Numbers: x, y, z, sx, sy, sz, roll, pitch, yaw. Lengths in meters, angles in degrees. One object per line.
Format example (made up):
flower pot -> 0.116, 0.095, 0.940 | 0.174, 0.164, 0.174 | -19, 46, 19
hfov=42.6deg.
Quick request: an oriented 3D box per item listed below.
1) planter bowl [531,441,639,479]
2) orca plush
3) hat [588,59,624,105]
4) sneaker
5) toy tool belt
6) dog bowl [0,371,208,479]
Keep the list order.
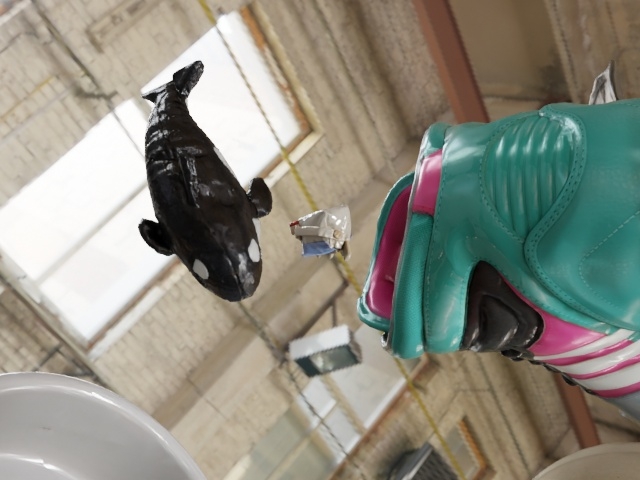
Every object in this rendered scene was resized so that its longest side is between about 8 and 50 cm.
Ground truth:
planter bowl -> 0.136, 0.178, 0.363 | 0.162, 0.162, 0.109 | 30, 11, 30
orca plush -> -0.127, -0.080, 0.896 | 0.102, 0.151, 0.287 | 107, -21, -66
hat -> 0.358, -0.022, 0.818 | 0.134, 0.331, 0.331 | -8, -41, 12
sneaker -> 0.115, 0.029, 0.443 | 0.178, 0.124, 0.295 | 4, -28, 25
toy tool belt -> 0.000, 0.000, 0.773 | 0.083, 0.052, 0.051 | -19, -94, 57
dog bowl -> -0.203, 0.252, 0.616 | 0.349, 0.349, 0.102 | 45, -66, -6
